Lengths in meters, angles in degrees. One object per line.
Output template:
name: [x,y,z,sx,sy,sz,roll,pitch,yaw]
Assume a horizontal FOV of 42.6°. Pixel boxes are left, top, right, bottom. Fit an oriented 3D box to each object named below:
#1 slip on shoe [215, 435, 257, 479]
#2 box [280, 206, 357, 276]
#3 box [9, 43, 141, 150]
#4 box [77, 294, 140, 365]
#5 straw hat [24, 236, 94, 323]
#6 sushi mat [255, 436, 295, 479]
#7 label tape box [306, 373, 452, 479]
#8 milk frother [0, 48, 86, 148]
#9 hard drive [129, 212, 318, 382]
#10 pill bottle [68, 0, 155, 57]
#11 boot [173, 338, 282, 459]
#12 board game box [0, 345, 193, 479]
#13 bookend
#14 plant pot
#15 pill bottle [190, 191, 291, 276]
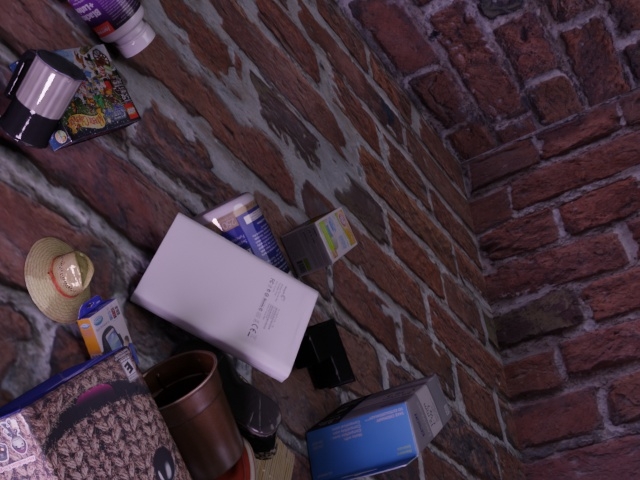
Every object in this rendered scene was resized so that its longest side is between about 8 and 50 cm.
slip on shoe: [-0.184,0.435,1.301,0.101,0.123,0.331,50,34,-26]
box: [0.000,0.000,2.067,0.114,0.103,0.203,66,24,-4]
box: [-0.430,-0.262,1.468,0.159,0.044,0.233,63,24,-8]
box: [-0.335,0.155,1.296,0.081,0.028,0.136,-47,126,-64]
straw hat: [-0.385,0.051,1.271,0.144,0.061,0.145,47,31,-39]
sushi mat: [-0.110,0.489,1.520,0.151,0.019,0.317,54,27,-30]
label tape box: [0.113,0.410,1.767,0.347,0.249,0.115,-9,78,-66]
milk frother: [-0.463,-0.231,1.262,0.129,0.135,0.143,39,17,13]
hard drive: [-0.166,0.101,1.496,0.307,0.040,0.203,30,48,-10]
pill bottle: [-0.413,-0.455,1.595,0.193,0.108,0.108,51,29,-32]
boot: [-0.166,0.295,1.483,0.236,0.085,0.179,36,-27,20]
board game box: [-0.309,0.327,1.093,0.291,0.141,0.232,65,24,-5]
bookend: [-0.004,0.272,1.861,0.156,0.072,0.157,-14,83,-65]
plant pot: [-0.212,0.292,1.324,0.167,0.166,0.165,-62,134,-60]
pill bottle: [-0.149,0.049,1.651,0.265,0.153,0.153,64,24,-7]
